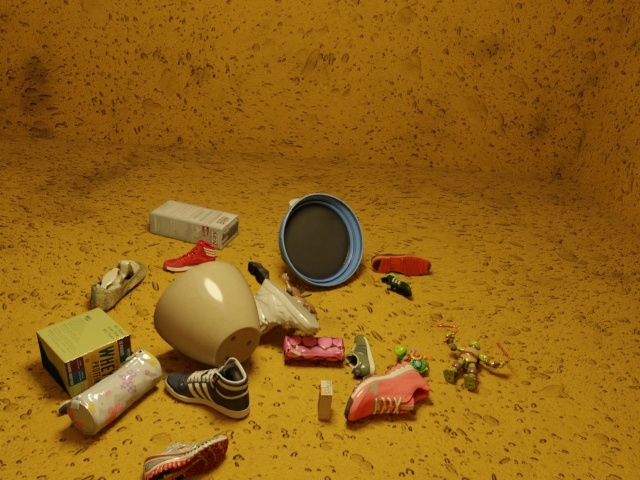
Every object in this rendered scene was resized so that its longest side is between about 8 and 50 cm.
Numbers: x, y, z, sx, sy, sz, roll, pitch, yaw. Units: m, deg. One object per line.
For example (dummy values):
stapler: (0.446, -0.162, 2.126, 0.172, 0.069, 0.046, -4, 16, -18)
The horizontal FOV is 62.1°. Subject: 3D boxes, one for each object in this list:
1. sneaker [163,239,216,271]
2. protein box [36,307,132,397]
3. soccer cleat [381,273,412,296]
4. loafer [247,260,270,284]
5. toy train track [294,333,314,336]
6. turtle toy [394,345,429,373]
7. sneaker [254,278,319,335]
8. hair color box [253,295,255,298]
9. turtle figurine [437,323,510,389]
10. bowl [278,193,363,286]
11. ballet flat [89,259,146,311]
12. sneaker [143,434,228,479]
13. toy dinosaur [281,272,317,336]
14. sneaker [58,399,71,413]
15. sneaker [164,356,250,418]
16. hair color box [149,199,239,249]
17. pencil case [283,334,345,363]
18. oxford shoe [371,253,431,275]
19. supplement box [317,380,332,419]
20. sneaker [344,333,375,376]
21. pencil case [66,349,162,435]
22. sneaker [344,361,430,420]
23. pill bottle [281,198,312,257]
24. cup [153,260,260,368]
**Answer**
sneaker: (-0.551, 0.055, 2.244, 0.221, 0.128, 0.087, -6, 28, -25)
protein box: (-0.724, 0.339, 1.641, 0.199, 0.136, 0.201, 26, 33, 35)
soccer cleat: (0.322, 0.194, 2.239, 0.072, 0.060, 0.179, -16, 27, -20)
loafer: (-0.246, 0.133, 2.232, 0.061, 0.062, 0.170, -5, 30, -31)
toy train track: (-0.063, 0.343, 1.905, 0.083, 0.014, 0.048, -5, 29, -22)
turtle toy: (0.307, 0.404, 1.801, 0.130, 0.066, 0.095, 23, 32, 31)
sneaker: (-0.139, 0.274, 1.815, 0.292, 0.169, 0.108, 35, 0, 41)
hair color box: (-0.258, 0.274, 1.958, 0.093, 0.053, 0.167, 17, 30, 20)
turtle figurine: (0.494, 0.403, 1.821, 0.269, 0.087, 0.217, 26, 40, 19)
bowl: (0.000, 0.000, 2.233, 0.391, 0.391, 0.077, -12, -2, -31)
ballet flat: (-0.770, 0.142, 2.046, 0.123, 0.123, 0.348, 9, 27, 7)
sneaker: (-0.343, 0.547, 1.364, 0.225, 0.088, 0.092, -11, 30, -30)
toy dinosaur: (-0.077, 0.249, 1.969, 0.296, 0.127, 0.200, 47, 5, 34)
sneaker: (-0.697, 0.469, 1.506, 0.083, 0.031, 0.035, -19, 36, -40)
sneaker: (-0.332, 0.408, 1.565, 0.282, 0.153, 0.099, 15, 28, 17)
hair color box: (-0.595, -0.078, 2.517, 0.374, 0.114, 0.185, 12, 28, 14)
pencil case: (-0.020, 0.366, 1.785, 0.209, 0.095, 0.098, 1, -8, -5)
oxford shoe: (0.363, 0.094, 2.398, 0.271, 0.097, 0.098, 6, 21, 0)
supplement box: (0.014, 0.472, 1.571, 0.036, 0.099, 0.062, 4, 27, -3)
sneaker: (0.123, 0.385, 1.800, 0.086, 0.064, 0.192, 5, 30, -14)
pencil case: (-0.578, 0.427, 1.514, 0.113, 0.124, 0.273, 18, 30, 22)
sneaker: (0.211, 0.469, 1.602, 0.313, 0.116, 0.136, -16, 36, -37)
pill bottle: (-0.095, -0.041, 2.368, 0.152, 0.272, 0.152, 4, 27, -2)
cup: (-0.324, 0.268, 1.690, 0.331, 0.331, 0.237, -17, 44, -37)
